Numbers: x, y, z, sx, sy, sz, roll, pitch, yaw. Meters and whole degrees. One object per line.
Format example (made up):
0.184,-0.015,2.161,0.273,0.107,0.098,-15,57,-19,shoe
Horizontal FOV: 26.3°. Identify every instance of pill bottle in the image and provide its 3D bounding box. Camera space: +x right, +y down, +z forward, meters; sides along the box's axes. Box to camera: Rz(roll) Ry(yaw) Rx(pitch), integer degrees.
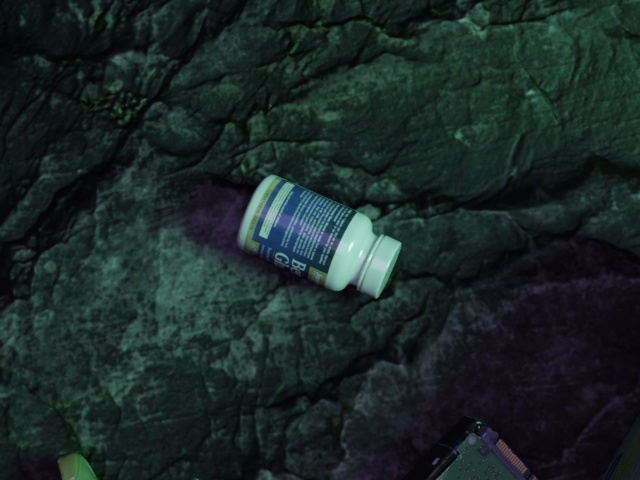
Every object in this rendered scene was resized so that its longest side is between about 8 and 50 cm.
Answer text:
0.000,0.000,1.530,0.169,0.094,0.094,24,82,8,pill bottle

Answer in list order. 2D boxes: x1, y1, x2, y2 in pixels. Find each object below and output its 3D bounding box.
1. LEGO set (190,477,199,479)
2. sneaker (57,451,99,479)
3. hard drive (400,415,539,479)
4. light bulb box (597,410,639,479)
-0.087,0.374,1.469,0.107,0.132,0.287,-31,107,19,LEGO set
-0.220,0.316,1.511,0.086,0.064,0.192,-20,79,-8,sneaker
0.119,0.381,1.415,0.339,0.064,0.237,-45,101,-11,hard drive
0.451,0.173,1.296,0.225,0.361,0.358,34,70,9,light bulb box
